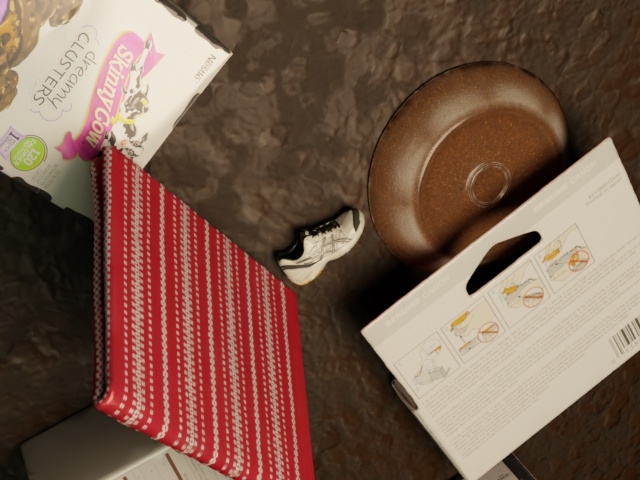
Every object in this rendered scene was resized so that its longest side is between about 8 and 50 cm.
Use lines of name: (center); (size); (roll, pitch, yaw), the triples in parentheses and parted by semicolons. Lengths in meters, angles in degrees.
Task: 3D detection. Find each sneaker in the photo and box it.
sneaker: (0.000, 0.000, 0.955); (0.083, 0.032, 0.037); (-44, 123, 0)

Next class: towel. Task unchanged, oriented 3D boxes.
towel: (-0.080, 0.076, 0.831); (0.031, 0.199, 0.275); (-20, 146, 20)

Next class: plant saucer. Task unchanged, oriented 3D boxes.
plant saucer: (0.138, -0.053, 0.988); (0.198, 0.036, 0.199); (-9, 116, -20)

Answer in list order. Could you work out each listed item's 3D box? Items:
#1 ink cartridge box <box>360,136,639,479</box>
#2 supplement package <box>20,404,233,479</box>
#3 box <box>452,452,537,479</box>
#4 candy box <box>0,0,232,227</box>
ink cartridge box: (0.183, 0.061, 1.040); (0.275, 0.060, 0.239); (-38, 125, -3)
supplement package: (-0.138, 0.187, 0.940); (0.179, 0.105, 0.105); (-28, 121, -9)
box: (0.093, 0.436, 1.164); (0.395, 0.097, 0.318); (-31, 120, -7)
candy box: (-0.189, -0.129, 0.790); (0.196, 0.070, 0.165); (35, 97, -32)
